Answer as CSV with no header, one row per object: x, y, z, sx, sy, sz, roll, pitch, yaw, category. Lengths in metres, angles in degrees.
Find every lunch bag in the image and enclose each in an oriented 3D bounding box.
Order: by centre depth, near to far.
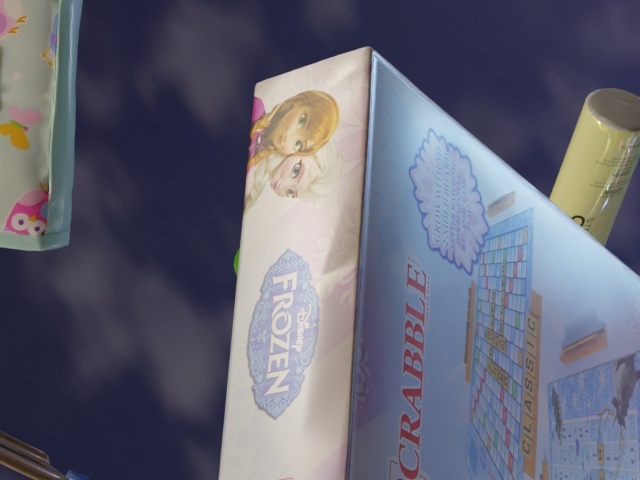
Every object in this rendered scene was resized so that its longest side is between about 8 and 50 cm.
-0.258,-0.115,1.180,0.160,0.262,0.223,-7,-75,-51,lunch bag

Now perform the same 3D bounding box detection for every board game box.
0.076,0.128,0.800,0.318,0.066,0.319,35,-130,-45,board game box

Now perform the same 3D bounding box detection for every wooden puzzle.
-0.202,0.143,1.203,0.116,0.078,0.014,29,-92,-17,wooden puzzle

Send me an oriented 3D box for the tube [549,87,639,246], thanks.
0.234,-0.025,1.624,0.070,0.240,0.062,19,-139,4,tube

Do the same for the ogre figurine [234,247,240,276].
0.000,0.000,1.316,0.097,0.197,0.118,13,-151,-25,ogre figurine
